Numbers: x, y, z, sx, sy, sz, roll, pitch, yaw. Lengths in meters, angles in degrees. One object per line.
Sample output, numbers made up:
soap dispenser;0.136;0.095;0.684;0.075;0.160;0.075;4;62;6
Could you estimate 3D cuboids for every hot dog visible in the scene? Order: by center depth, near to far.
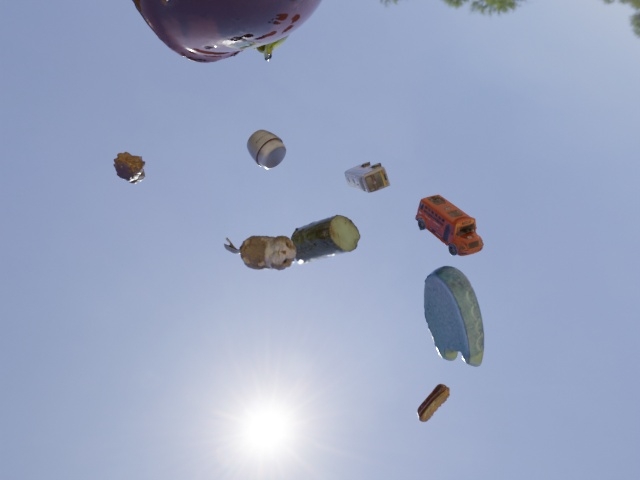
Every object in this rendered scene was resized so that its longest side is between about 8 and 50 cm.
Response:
hot dog;0.414;0.593;1.571;0.045;0.165;0.071;35;-165;-1

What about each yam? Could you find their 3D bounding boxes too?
yam;0.000;0.000;1.737;0.168;0.305;0.167;16;-112;-43

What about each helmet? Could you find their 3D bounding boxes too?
helmet;-0.087;-0.444;0.629;0.230;0.336;0.385;12;-151;27

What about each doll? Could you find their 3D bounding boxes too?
doll;-0.180;0.037;1.275;0.222;0.115;0.105;-1;-88;9

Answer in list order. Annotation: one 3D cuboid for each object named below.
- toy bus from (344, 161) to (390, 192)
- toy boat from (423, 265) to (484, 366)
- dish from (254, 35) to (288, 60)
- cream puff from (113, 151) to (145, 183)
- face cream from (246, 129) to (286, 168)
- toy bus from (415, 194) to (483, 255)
toy bus;0.175;-0.242;1.647;0.106;0.268;0.091;-24;-73;-7
toy boat;0.451;0.241;1.408;0.123;0.215;0.329;-14;-93;-21
dish;-0.125;-0.642;1.162;0.109;0.262;0.221;-12;-140;-17
cream puff;-0.700;-0.271;1.587;0.094;0.116;0.121;-44;-55;-57
face cream;-0.182;-0.307;1.441;0.117;0.117;0.104;-26;-119;-38
toy bus;0.571;-0.069;1.887;0.143;0.153;0.329;-14;-141;-21
